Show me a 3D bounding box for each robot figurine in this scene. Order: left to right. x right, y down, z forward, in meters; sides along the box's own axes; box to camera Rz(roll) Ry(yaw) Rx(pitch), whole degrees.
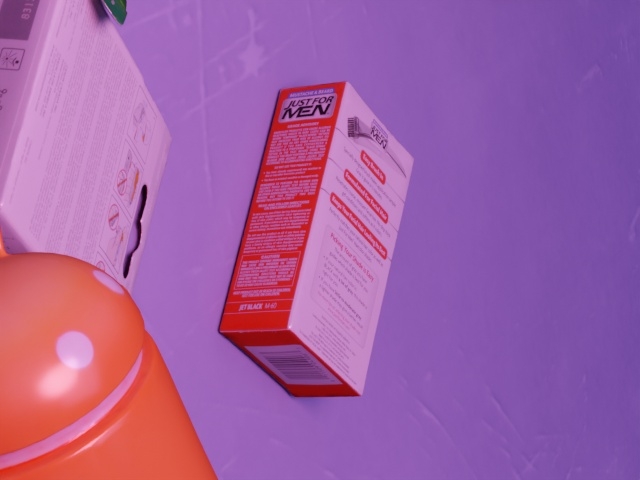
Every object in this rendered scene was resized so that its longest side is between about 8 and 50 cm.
[{"bbox_3d":[-0.120,0.099,0.892,0.158,0.128,0.219,-33,120,-21],"label":"robot figurine"}]

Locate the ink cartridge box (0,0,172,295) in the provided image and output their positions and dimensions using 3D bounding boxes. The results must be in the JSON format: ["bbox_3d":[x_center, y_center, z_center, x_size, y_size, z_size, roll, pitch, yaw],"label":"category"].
[{"bbox_3d":[-0.131,-0.039,0.994,0.179,0.045,0.145,69,29,-61],"label":"ink cartridge box"}]

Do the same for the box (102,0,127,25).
[{"bbox_3d":[-0.110,-0.201,0.981,0.105,0.043,0.179,-104,-177,-74],"label":"box"}]

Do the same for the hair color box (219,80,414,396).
[{"bbox_3d":[0.000,0.000,1.183,0.093,0.053,0.167,46,50,-47],"label":"hair color box"}]
